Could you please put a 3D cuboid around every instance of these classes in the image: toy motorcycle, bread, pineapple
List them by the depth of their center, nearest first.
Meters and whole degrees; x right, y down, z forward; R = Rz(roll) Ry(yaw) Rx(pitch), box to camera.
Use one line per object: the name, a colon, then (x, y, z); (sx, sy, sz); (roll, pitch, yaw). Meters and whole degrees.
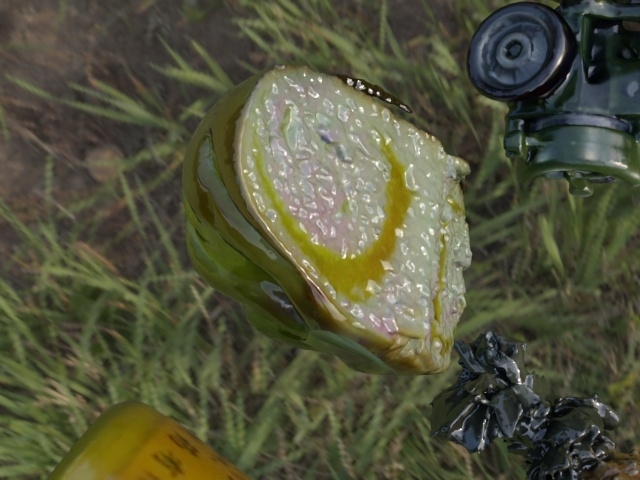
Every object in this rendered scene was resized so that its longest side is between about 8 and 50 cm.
bread: (0.004, 0.006, 0.998); (0.156, 0.261, 0.158); (-17, 53, 48)
toy motorcycle: (0.238, -0.136, 1.050); (0.275, 0.127, 0.205); (-1, 73, 25)
pineapple: (0.177, 0.162, 1.153); (0.111, 0.119, 0.237); (-46, 67, 12)

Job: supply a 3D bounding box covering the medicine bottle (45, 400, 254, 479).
medicine bottle: (-0.031, 0.289, 0.941); (0.384, 0.224, 0.224); (38, 85, 1)
